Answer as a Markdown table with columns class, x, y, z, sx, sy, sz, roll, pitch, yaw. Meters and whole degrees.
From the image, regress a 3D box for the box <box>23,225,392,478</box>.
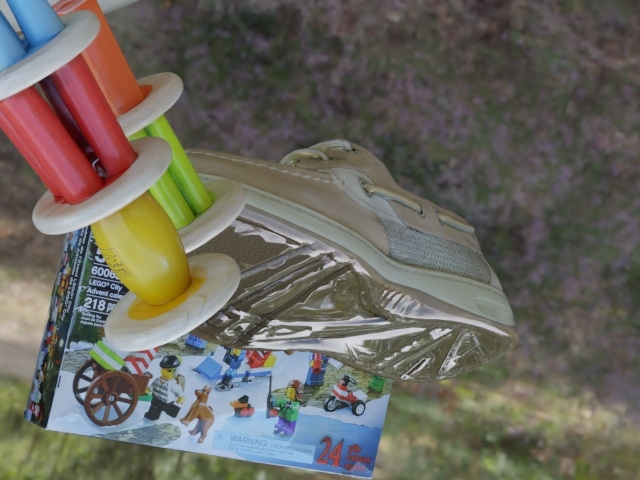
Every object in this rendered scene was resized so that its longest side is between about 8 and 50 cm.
| class | x | y | z | sx | sy | sz | roll | pitch | yaw |
| --- | --- | --- | --- | --- | --- | --- | --- | --- | --- |
| box | -0.056 | 0.056 | 0.934 | 0.233 | 0.159 | 0.044 | 13 | 178 | -30 |

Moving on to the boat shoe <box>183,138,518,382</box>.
| class | x | y | z | sx | sy | sz | roll | pitch | yaw |
| --- | --- | --- | --- | --- | --- | --- | --- | --- | --- |
| boat shoe | 0.000 | 0.000 | 0.797 | 0.109 | 0.098 | 0.302 | -28 | 150 | 31 |

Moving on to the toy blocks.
| class | x | y | z | sx | sy | sz | roll | pitch | yaw |
| --- | --- | --- | --- | --- | --- | --- | --- | --- | --- |
| toy blocks | -0.083 | -0.050 | 0.517 | 0.123 | 0.054 | 0.148 | -93 | -23 | -65 |

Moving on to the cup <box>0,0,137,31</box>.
| class | x | y | z | sx | sy | sz | roll | pitch | yaw |
| --- | --- | --- | --- | --- | --- | --- | --- | --- | --- |
| cup | -0.077 | -0.254 | 0.559 | 0.331 | 0.331 | 0.237 | 26 | 166 | -37 |
